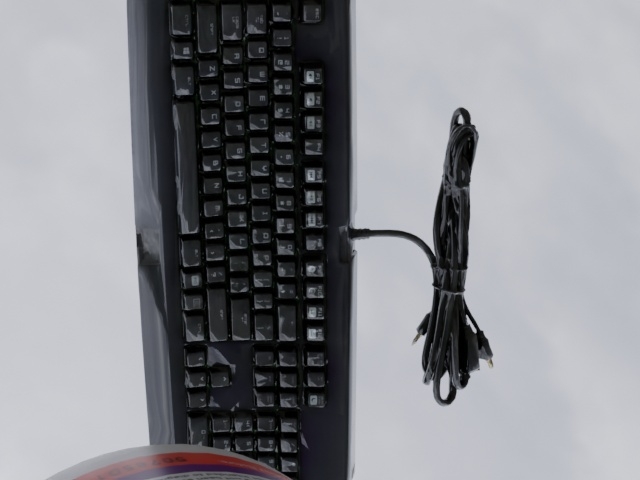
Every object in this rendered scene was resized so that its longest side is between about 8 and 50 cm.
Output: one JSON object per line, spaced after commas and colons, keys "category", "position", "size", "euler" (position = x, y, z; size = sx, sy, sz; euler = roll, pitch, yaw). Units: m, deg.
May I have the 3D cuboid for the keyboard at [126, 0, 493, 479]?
{"category": "keyboard", "position": [0.000, 0.000, 0.801], "size": [0.033, 0.201, 0.317], "euler": [-107, 15, -68]}

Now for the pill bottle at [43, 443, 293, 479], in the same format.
{"category": "pill bottle", "position": [-0.009, 0.181, 0.419], "size": [0.181, 0.181, 0.323], "euler": [40, 171, -22]}
